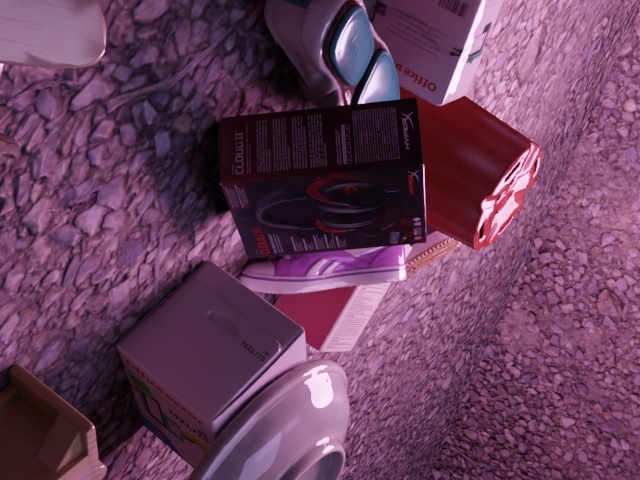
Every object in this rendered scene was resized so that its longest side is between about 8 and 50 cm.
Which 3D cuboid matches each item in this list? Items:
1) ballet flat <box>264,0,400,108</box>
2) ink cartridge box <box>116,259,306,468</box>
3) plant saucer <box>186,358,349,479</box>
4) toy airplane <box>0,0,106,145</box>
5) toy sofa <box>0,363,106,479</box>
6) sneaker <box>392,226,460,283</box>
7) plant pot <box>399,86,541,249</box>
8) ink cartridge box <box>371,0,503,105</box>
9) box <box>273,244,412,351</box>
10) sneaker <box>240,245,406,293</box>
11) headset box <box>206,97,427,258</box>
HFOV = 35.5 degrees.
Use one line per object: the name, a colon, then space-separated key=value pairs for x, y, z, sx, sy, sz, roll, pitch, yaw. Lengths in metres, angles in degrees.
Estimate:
ballet flat: x=0.019 y=-0.239 z=1.354 sx=0.139 sy=0.139 sz=0.400 roll=-55 pitch=162 yaw=-5
ink cartridge box: x=-0.152 y=0.212 z=1.509 sx=0.197 sy=0.198 sz=0.270 roll=-43 pitch=153 yaw=-26
plant saucer: x=-0.065 y=0.367 z=1.505 sx=0.400 sy=0.100 sz=0.400 roll=-43 pitch=153 yaw=-28
toy airplane: x=-0.367 y=-0.144 z=0.594 sx=0.386 sy=0.272 sz=0.384 roll=49 pitch=60 yaw=-25
toy sofa: x=-0.433 y=0.331 z=1.162 sx=0.362 sy=0.150 sz=0.177 roll=-39 pitch=149 yaw=-37
sneaker: x=0.117 y=0.000 z=1.925 sx=0.282 sy=0.153 sz=0.099 roll=-26 pitch=160 yaw=6
plant pot: x=0.209 y=-0.133 z=1.691 sx=0.272 sy=0.265 sz=0.272 roll=-43 pitch=153 yaw=-28
ink cartridge box: x=0.172 y=-0.336 z=1.487 sx=0.092 sy=0.160 sz=0.219 roll=-28 pitch=145 yaw=-49
box: x=0.036 y=0.072 z=1.793 sx=0.232 sy=0.126 sz=0.148 roll=-60 pitch=157 yaw=7
sneaker: x=0.000 y=0.000 z=1.630 sx=0.282 sy=0.102 sz=0.161 roll=-7 pitch=97 yaw=-20
headset box: x=-0.006 y=-0.077 z=1.366 sx=0.218 sy=0.293 sz=0.110 roll=78 pitch=8 yaw=-61
